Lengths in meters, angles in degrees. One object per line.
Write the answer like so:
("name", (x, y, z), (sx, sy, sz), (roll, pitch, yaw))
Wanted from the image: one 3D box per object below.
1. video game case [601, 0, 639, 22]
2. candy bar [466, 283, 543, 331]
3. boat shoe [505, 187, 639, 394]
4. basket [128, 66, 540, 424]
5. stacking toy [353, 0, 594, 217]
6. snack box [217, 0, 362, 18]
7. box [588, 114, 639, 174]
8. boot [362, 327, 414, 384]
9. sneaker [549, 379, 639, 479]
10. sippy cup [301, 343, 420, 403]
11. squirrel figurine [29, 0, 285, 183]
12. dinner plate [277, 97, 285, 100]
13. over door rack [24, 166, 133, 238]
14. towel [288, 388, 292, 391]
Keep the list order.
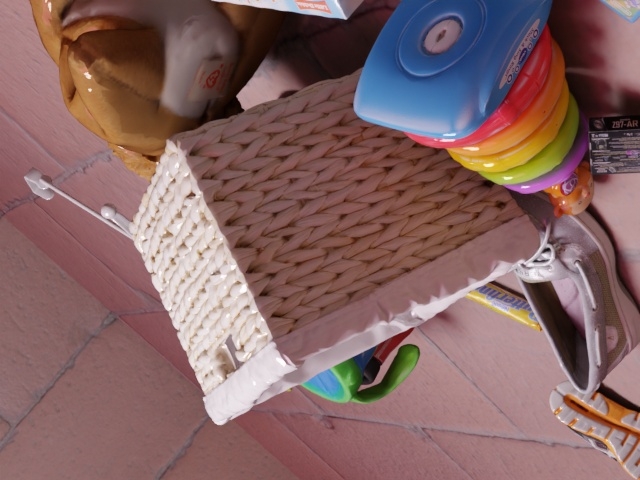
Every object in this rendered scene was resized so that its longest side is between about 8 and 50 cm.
("video game case", (0.234, -0.246, 0.903), (0.119, 0.015, 0.166), (38, 160, 2))
("candy bar", (0.238, 0.078, 1.553), (0.161, 0.040, 0.018), (26, 147, 29))
("boat shoe", (0.274, 0.049, 1.338), (0.118, 0.103, 0.320), (15, 150, 46))
("basket", (0.000, 0.000, 1.287), (0.266, 0.331, 0.328), (64, 157, 9))
("stacking toy", (0.191, -0.107, 1.116), (0.166, 0.175, 0.302), (19, 163, 47))
("snack box", (-0.048, -0.293, 1.031), (0.322, 0.187, 0.060), (19, 152, 43))
("box", (0.293, -0.089, 1.080), (0.083, 0.018, 0.067), (-2, 146, 15))
("boot", (0.025, 0.140, 1.851), (0.244, 0.176, 0.088), (18, 153, 46))
("sneaker", (0.417, 0.269, 1.620), (0.215, 0.084, 0.083), (37, 173, 13))
("sippy cup", (0.014, 0.075, 1.656), (0.240, 0.224, 0.305), (28, 158, 31))
("squirrel figurine", (-0.253, -0.259, 1.349), (0.370, 0.281, 0.397), (37, 158, 22))
("dinner plate", (-0.004, -0.140, 1.529), (0.141, 0.017, 0.141), (32, 158, 15))
("over door rack", (-0.253, -0.120, 1.669), (0.324, 0.239, 0.108), (26, 159, 28))
("towel", (-0.109, 0.147, 1.671), (0.102, 0.021, 0.237), (30, 160, 28))
